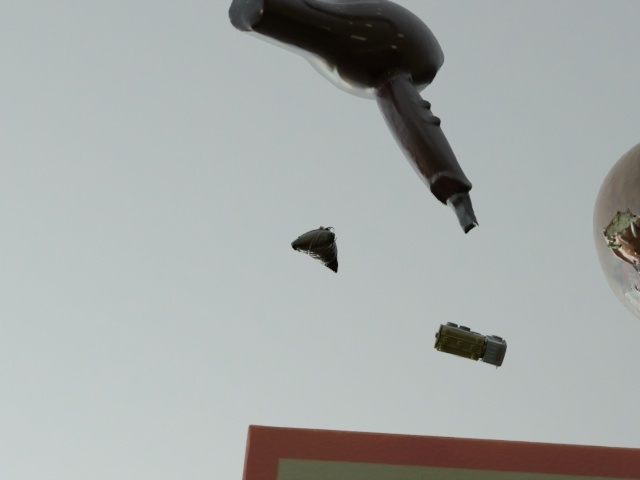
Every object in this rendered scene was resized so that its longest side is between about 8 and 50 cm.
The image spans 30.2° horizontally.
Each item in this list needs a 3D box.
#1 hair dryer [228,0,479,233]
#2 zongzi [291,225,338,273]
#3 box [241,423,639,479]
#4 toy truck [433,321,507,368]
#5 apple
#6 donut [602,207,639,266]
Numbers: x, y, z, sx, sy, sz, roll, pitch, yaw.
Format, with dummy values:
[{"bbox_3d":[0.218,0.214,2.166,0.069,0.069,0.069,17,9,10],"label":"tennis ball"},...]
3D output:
[{"bbox_3d":[0.072,-0.149,1.365,0.313,0.340,0.123,4,-39,-48],"label":"hair dryer"},{"bbox_3d":[0.000,0.000,1.736,0.067,0.073,0.083,-20,-38,13],"label":"zongzi"},{"bbox_3d":[0.106,0.302,0.689,0.319,0.256,0.348,3,-35,1],"label":"box"},{"bbox_3d":[0.246,0.173,1.955,0.123,0.063,0.052,16,-87,0],"label":"toy truck"},{"bbox_3d":[0.644,-0.033,1.956,0.400,0.333,0.400,-25,-7,-3],"label":"apple"},{"bbox_3d":[0.482,-0.018,1.685,0.166,0.065,0.117,-42,-67,-17],"label":"donut"}]
